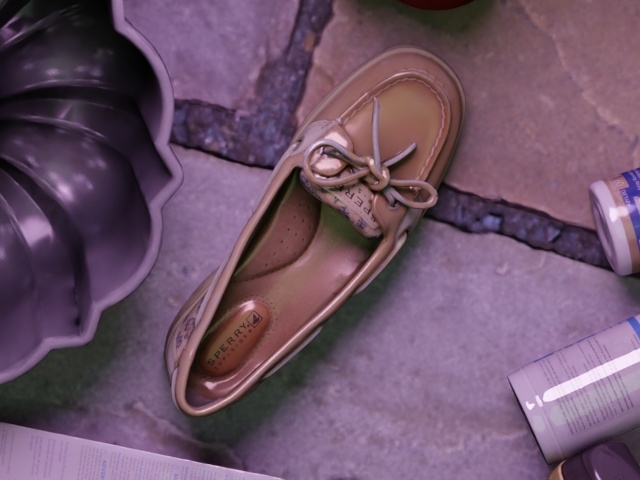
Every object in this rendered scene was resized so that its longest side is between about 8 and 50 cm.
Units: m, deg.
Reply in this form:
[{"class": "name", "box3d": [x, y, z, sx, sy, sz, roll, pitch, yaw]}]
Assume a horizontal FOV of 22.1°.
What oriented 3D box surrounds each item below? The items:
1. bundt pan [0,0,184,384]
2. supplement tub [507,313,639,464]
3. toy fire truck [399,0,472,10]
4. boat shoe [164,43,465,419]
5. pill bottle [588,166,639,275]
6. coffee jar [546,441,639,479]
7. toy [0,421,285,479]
[{"class": "bundt pan", "box3d": [-0.252, -0.073, 1.010, 0.331, 0.124, 0.331, -3, 116, -6]}, {"class": "supplement tub", "box3d": [0.188, 0.100, 1.108, 0.107, 0.071, 0.071, -24, 100, 2]}, {"class": "toy fire truck", "box3d": [0.094, -0.304, 0.995, 0.302, 0.169, 0.254, -27, 82, 2]}, {"class": "boat shoe", "box3d": [0.000, 0.000, 1.072, 0.104, 0.089, 0.285, 33, 97, -7]}, {"class": "pill bottle", "box3d": [0.245, -0.024, 1.087, 0.120, 0.067, 0.067, -18, 101, 1]}, {"class": "coffee jar", "box3d": [0.152, 0.218, 1.096, 0.184, 0.079, 0.096, -41, 68, 22]}, {"class": "toy", "box3d": [-0.147, 0.197, 1.122, 0.237, 0.056, 0.137, 10, 104, 1]}]
